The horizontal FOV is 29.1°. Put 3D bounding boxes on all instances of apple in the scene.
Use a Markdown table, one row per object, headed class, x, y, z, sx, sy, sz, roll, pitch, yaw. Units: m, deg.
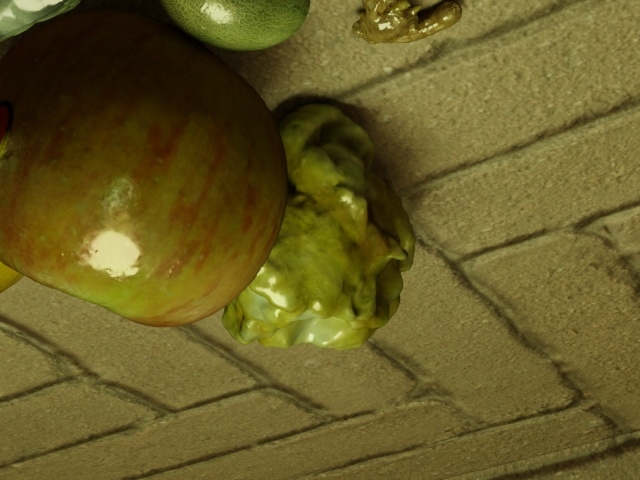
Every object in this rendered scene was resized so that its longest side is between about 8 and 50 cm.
| class | x | y | z | sx | sy | sz | roll | pitch | yaw |
| --- | --- | --- | --- | --- | --- | --- | --- | --- | --- |
| apple | -0.227 | -0.089 | 1.459 | 0.400 | 0.333 | 0.400 | 28 | -179 | 0 |

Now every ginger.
| class | x | y | z | sx | sy | sz | roll | pitch | yaw |
| --- | --- | --- | --- | --- | --- | --- | --- | --- | --- |
| ginger | 0.098 | -0.291 | 1.462 | 0.176 | 0.052 | 0.193 | -34 | 140 | 32 |

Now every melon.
| class | x | y | z | sx | sy | sz | roll | pitch | yaw |
| --- | --- | --- | --- | --- | --- | --- | --- | --- | --- |
| melon | -0.102 | -0.282 | 1.369 | 0.192 | 0.139 | 0.139 | 12 | 146 | -35 |

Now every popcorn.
| class | x | y | z | sx | sy | sz | roll | pitch | yaw |
| --- | --- | --- | --- | --- | --- | --- | --- | --- | --- |
| popcorn | -0.013 | 0.003 | 1.728 | 0.293 | 0.292 | 0.334 | -13 | 156 | -2 |

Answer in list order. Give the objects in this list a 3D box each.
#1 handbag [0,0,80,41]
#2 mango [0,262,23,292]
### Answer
| class | x | y | z | sx | sy | sz | roll | pitch | yaw |
| --- | --- | --- | --- | --- | --- | --- | --- | --- | --- |
| handbag | -0.366 | -0.352 | 1.123 | 0.247 | 0.240 | 0.341 | -20 | 145 | 22 |
| mango | -0.528 | 0.002 | 1.682 | 0.365 | 0.182 | 0.253 | 4 | 153 | 45 |
